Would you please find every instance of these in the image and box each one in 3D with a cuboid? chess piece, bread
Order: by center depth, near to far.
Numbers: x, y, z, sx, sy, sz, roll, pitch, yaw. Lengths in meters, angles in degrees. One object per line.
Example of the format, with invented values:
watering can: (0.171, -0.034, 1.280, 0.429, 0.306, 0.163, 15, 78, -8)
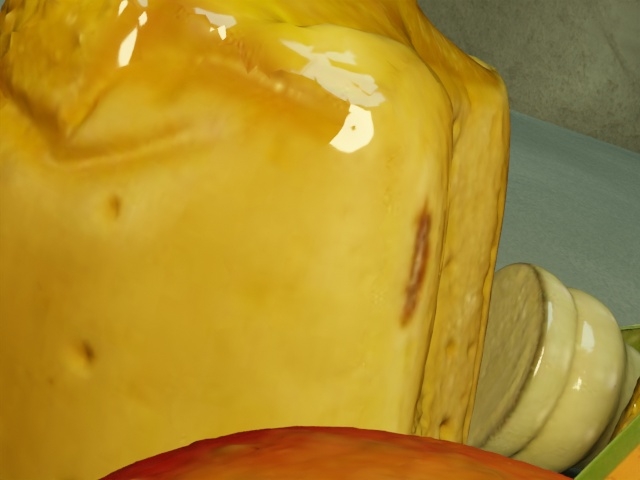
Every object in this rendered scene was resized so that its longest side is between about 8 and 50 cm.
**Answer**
bread: (-0.049, 0.018, 0.707, 0.250, 0.394, 0.361, 9, 15, 12)
chess piece: (0.252, 0.147, 1.136, 0.300, 0.167, 0.167, 25, 13, -18)

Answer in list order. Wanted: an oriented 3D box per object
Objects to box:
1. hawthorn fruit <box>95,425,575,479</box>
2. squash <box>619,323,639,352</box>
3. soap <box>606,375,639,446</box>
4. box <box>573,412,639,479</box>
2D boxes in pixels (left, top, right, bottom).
hawthorn fruit: (0.010, 0.176, 0.395, 0.285, 0.284, 0.369, 9, 17, -41)
squash: (0.368, 0.088, 1.474, 0.204, 0.155, 0.237, 34, 20, 31)
soap: (0.357, 0.136, 0.915, 0.304, 0.338, 0.169, 26, 17, 18)
box: (0.213, 0.180, 0.728, 0.177, 0.148, 0.195, 44, 4, 21)
